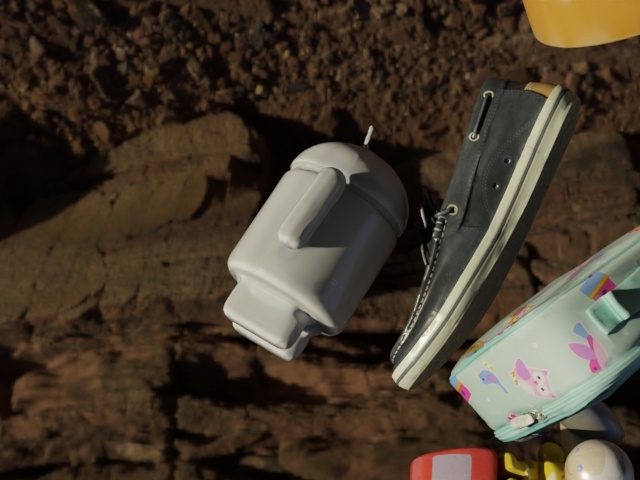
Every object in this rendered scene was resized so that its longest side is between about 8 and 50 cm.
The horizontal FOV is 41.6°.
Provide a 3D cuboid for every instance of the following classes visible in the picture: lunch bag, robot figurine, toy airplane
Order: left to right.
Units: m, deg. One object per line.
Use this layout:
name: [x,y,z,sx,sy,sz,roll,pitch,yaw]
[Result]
robot figurine: [0.000,0.000,1.257,0.199,0.354,0.300,29,165,11]
toy airplane: [0.362,0.377,1.146,0.384,0.386,0.273,-17,142,-33]
lunch bag: [0.268,0.081,0.820,0.279,0.108,0.224,-32,170,-28]

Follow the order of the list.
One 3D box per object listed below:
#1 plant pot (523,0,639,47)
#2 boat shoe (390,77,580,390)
plant pot: [0.266,-0.308,0.765,0.205,0.205,0.188,-14,118,25]
boat shoe: [0.215,-0.015,1.260,0.155,0.501,0.187,26,-177,20]
